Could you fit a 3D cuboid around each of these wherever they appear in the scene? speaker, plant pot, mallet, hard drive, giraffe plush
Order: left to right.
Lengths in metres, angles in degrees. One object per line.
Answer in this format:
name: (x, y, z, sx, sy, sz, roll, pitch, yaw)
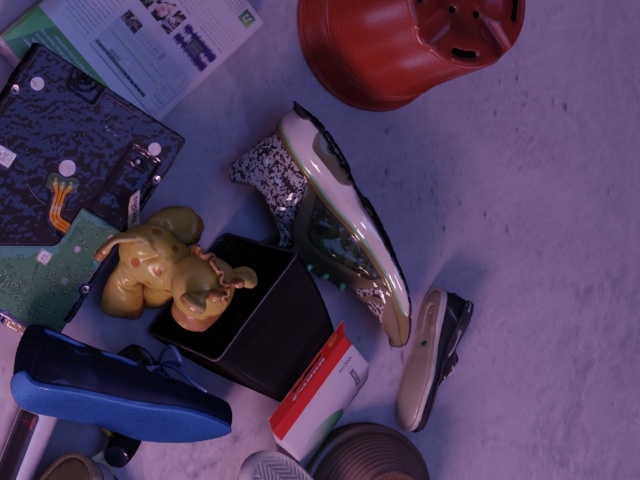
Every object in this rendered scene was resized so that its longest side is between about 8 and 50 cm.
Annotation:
speaker: (-0.393, 0.272, 1.616, 0.055, 0.055, 0.136, 25, 79, -26)
hard drive: (-0.366, -0.056, 1.587, 0.237, 0.064, 0.339, 32, 88, -24)
mallet: (-0.322, 0.235, 1.651, 0.039, 0.062, 0.190, -36, 108, 22)
giraffe plush: (-0.182, 0.047, 1.612, 0.170, 0.210, 0.181, 32, 63, 21)
plant pot: (-0.093, 0.124, 1.710, 0.188, 0.187, 0.167, -53, 125, -18)
plant pot: (0.085, 0.402, 1.836, 0.237, 0.110, 0.237, 0, 91, -29)
plant pot: (0.145, -0.337, 1.777, 0.272, 0.265, 0.272, 0, 90, -28)

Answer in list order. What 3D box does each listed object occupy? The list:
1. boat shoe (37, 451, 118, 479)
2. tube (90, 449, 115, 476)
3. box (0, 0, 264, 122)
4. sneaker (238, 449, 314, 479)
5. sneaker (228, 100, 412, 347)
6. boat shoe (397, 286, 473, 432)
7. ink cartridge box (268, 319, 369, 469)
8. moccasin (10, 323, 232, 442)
boat shoe: (-0.382, 0.413, 1.582, 0.302, 0.113, 0.103, -42, 144, -1)
tube: (-0.282, 0.416, 1.674, 0.240, 0.062, 0.070, 62, 36, -8)
box: (-0.262, -0.291, 1.683, 0.322, 0.058, 0.232, -47, 110, -21)
sneaker: (-0.039, 0.467, 1.753, 0.131, 0.148, 0.350, -35, 98, -43)
sneaker: (0.000, 0.000, 1.804, 0.182, 0.158, 0.410, -28, 107, 7)
boat shoe: (0.183, 0.194, 1.901, 0.079, 0.084, 0.233, 23, 77, -25)
ink cartridge box: (0.002, 0.227, 1.738, 0.056, 0.225, 0.181, 34, 73, 12)
moccasin: (-0.250, 0.188, 1.622, 0.342, 0.138, 0.117, 27, 47, -43)
